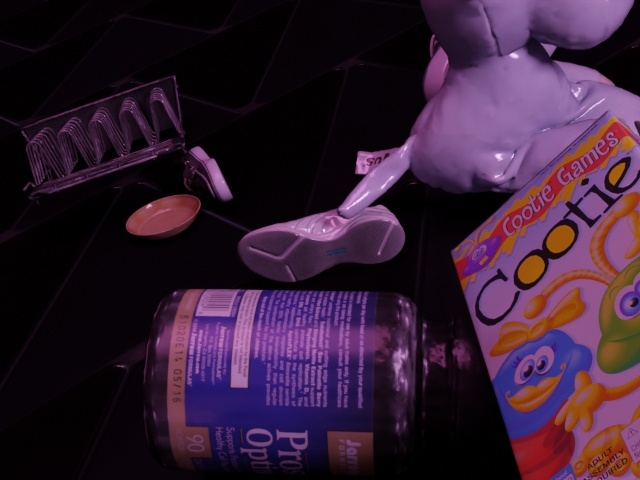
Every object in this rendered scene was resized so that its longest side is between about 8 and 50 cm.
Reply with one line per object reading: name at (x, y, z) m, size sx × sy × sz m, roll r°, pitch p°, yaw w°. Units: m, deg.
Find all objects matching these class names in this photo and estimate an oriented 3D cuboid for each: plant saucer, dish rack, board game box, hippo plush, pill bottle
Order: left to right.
dish rack at (-0.258, -0.122, 1.265) m, size 0.208 × 0.074 × 0.271 m, roll -21°, pitch 16°, yaw -3°
plant saucer at (-0.166, -0.022, 1.134) m, size 0.083 × 0.015 × 0.083 m, roll -13°, pitch 29°, yaw 7°
pill bottle at (0.002, 0.094, 0.702) m, size 0.219 × 0.123 × 0.123 m, roll 1°, pitch 30°, yaw 6°
hippo plush at (0.167, -0.174, 0.953) m, size 0.294 × 0.237 × 0.234 m, roll 0°, pitch 27°, yaw 11°
board game box at (0.190, 0.067, 0.591) m, size 0.142 × 0.144 × 0.275 m, roll -44°, pitch 22°, yaw 19°

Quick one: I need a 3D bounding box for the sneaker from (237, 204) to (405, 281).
sneaker at (0.000, 0.000, 0.973) m, size 0.152 × 0.054 × 0.061 m, roll -7°, pitch 23°, yaw 2°

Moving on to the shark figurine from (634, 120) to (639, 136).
shark figurine at (0.326, -0.013, 0.751) m, size 0.166 × 0.116 × 0.278 m, roll -11°, pitch 30°, yaw 8°

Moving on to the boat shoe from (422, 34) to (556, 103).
boat shoe at (0.174, -0.213, 1.198) m, size 0.102 × 0.108 × 0.301 m, roll 4°, pitch 32°, yaw 34°

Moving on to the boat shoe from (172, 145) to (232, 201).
boat shoe at (-0.132, -0.068, 1.169) m, size 0.040 × 0.049 × 0.142 m, roll -28°, pitch 23°, yaw -9°
